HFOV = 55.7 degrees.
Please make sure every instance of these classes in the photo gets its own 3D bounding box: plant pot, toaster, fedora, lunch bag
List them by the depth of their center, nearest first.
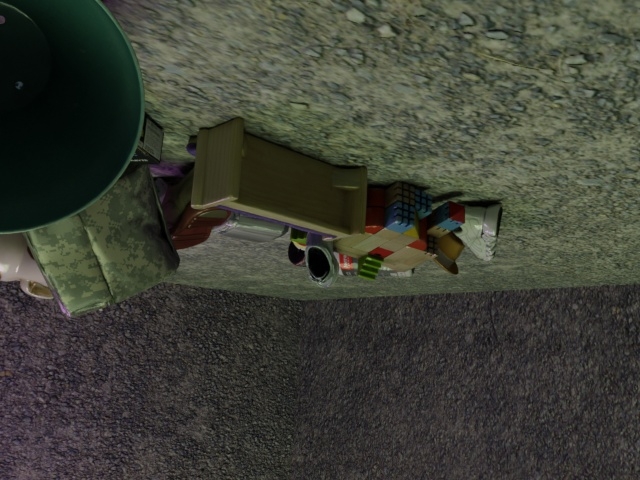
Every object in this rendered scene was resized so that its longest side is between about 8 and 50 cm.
[{"bbox_3d":[-0.359,-0.180,0.663,0.290,0.290,0.195,11,-157,-34],"label":"plant pot"},{"bbox_3d":[-0.439,-0.025,1.224,0.256,0.305,0.212,-18,-144,-15],"label":"lunch bag"},{"bbox_3d":[-0.177,-0.067,1.443,0.146,0.129,0.227,10,170,-29],"label":"toaster"},{"bbox_3d":[0.345,0.006,1.695,0.079,0.194,0.194,-40,150,20],"label":"fedora"}]

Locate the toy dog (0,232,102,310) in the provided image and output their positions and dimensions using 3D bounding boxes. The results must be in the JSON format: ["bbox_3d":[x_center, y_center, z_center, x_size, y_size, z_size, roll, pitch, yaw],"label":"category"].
[{"bbox_3d":[-0.876,0.054,1.897,0.408,0.285,0.395,8,171,-9],"label":"toy dog"}]

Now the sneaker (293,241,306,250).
[{"bbox_3d":[0.000,0.000,1.870,0.208,0.081,0.094,0,166,20],"label":"sneaker"}]

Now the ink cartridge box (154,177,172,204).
[{"bbox_3d":[-0.416,-0.047,1.512,0.224,0.056,0.181,-40,157,11],"label":"ink cartridge box"}]

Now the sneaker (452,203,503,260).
[{"bbox_3d":[0.409,-0.027,1.583,0.118,0.110,0.292,8,163,17],"label":"sneaker"}]

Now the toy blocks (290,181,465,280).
[{"bbox_3d":[0.158,-0.040,1.431,0.381,0.191,0.261,16,153,-24],"label":"toy blocks"}]

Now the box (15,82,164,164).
[{"bbox_3d":[-0.451,-0.200,0.990,0.295,0.073,0.293,2,168,9],"label":"box"}]

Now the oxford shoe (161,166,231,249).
[{"bbox_3d":[-0.315,-0.065,1.402,0.123,0.130,0.348,-4,163,-41],"label":"oxford shoe"}]

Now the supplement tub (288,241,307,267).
[{"bbox_3d":[-0.007,0.047,2.050,0.198,0.106,0.106,13,166,-42],"label":"supplement tub"}]

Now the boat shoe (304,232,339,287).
[{"bbox_3d":[-0.004,0.055,1.411,0.079,0.081,0.227,8,144,11],"label":"boat shoe"}]

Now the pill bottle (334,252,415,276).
[{"bbox_3d":[0.124,0.022,1.731,0.283,0.161,0.161,0,169,15],"label":"pill bottle"}]

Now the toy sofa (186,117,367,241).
[{"bbox_3d":[-0.085,-0.101,1.190,0.177,0.150,0.362,-9,164,43],"label":"toy sofa"}]
